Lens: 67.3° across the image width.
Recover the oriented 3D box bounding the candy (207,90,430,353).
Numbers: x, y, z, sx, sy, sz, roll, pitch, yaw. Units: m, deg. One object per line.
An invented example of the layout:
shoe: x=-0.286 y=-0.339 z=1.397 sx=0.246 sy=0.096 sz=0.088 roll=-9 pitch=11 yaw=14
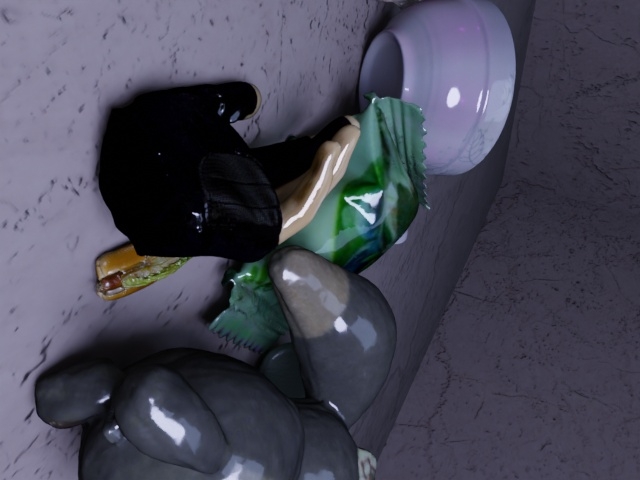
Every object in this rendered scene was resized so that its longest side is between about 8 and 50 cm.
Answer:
candy: x=0.005 y=0.004 z=0.722 sx=0.398 sy=0.172 sz=0.263 roll=-53 pitch=148 yaw=-8

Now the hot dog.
hot dog: x=-0.173 y=0.022 z=0.495 sx=0.133 sy=0.041 sz=0.057 roll=-32 pitch=135 yaw=-54

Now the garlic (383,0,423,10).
garlic: x=0.131 y=-0.452 z=0.689 sx=0.229 sy=0.177 sz=0.143 roll=10 pitch=67 yaw=-83

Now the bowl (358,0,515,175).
bowl: x=0.157 y=-0.248 z=0.776 sx=0.143 sy=0.287 sz=0.287 roll=-2 pitch=116 yaw=-20

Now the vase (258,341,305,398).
vase: x=-0.038 y=0.266 z=0.866 sx=0.128 sy=0.128 sz=0.248 roll=-61 pitch=164 yaw=-21

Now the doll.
doll: x=-0.088 y=0.166 z=0.534 sx=0.382 sy=0.252 sz=0.379 roll=52 pitch=40 yaw=-40

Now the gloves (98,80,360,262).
gloves: x=-0.075 y=-0.085 z=0.497 sx=0.301 sy=0.197 sz=0.152 roll=-25 pitch=166 yaw=-37

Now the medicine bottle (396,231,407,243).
medicine bottle: x=0.175 y=-0.080 z=1.116 sx=0.119 sy=0.069 sz=0.183 roll=-51 pitch=150 yaw=-41
